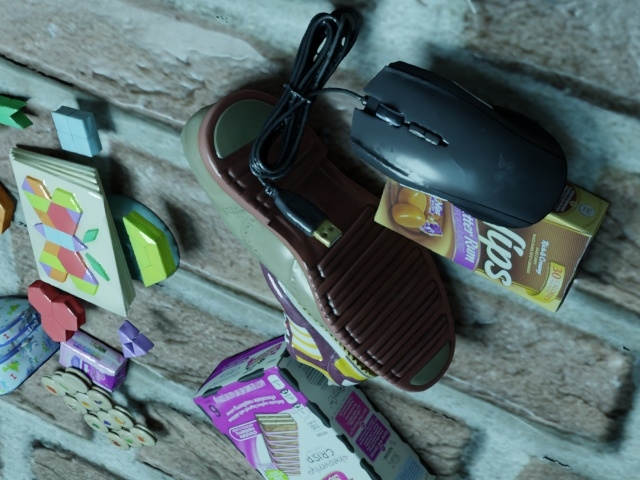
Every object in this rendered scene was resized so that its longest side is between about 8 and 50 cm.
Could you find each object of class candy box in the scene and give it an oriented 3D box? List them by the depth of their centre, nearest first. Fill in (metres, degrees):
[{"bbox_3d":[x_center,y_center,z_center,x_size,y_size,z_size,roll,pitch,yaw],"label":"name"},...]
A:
[{"bbox_3d":[0.148,-0.026,1.329,0.186,0.053,0.109,26,138,11],"label":"candy box"},{"bbox_3d":[-0.007,0.218,1.655,0.233,0.071,0.159,49,138,-14],"label":"candy box"}]

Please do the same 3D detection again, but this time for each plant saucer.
[{"bbox_3d":[-0.210,0.003,1.636,0.119,0.021,0.119,20,137,20],"label":"plant saucer"}]

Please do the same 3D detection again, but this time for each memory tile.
[{"bbox_3d":[-0.273,0.210,1.857,0.148,0.012,0.113,44,150,-18],"label":"memory tile"}]

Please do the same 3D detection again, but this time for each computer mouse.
[{"bbox_3d":[0.061,-0.063,1.264,0.262,0.060,0.184,33,99,10],"label":"computer mouse"}]

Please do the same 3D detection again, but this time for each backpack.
[{"bbox_3d":[-0.383,0.125,1.803,0.105,0.114,0.084,1,128,36],"label":"backpack"}]

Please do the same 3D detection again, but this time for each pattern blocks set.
[{"bbox_3d":[-0.271,-0.008,1.636,0.285,0.026,0.325,6,126,41],"label":"pattern blocks set"}]

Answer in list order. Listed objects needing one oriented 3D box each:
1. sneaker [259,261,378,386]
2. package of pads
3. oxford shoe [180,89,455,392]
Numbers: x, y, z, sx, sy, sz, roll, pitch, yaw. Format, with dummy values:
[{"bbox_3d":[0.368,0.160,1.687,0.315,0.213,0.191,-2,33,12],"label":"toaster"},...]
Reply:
[{"bbox_3d":[-0.017,0.078,1.532,0.084,0.069,0.185,-24,111,40],"label":"sneaker"},{"bbox_3d":[-0.273,0.143,1.806,0.083,0.032,0.050,28,143,11],"label":"package of pads"},{"bbox_3d":[0.000,0.000,1.437,0.348,0.123,0.130,53,160,-16],"label":"oxford shoe"}]
